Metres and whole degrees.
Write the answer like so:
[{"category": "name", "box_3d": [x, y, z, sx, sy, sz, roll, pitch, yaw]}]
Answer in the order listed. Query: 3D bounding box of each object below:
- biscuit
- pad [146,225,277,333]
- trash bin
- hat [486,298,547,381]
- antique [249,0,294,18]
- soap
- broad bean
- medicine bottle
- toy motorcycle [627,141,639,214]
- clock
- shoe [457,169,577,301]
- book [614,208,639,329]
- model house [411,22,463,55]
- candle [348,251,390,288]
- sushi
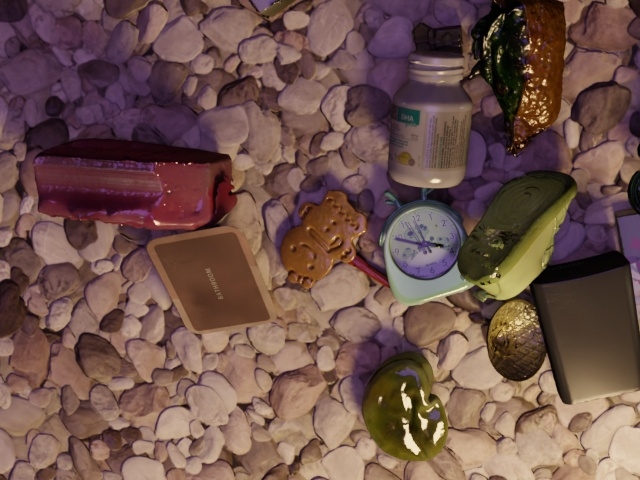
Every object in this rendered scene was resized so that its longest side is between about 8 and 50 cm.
[{"category": "biscuit", "box_3d": [-0.001, -0.006, 1.882, 0.184, 0.027, 0.133, -34, 84, 18]}, {"category": "pad", "box_3d": [-0.188, 0.075, 1.863, 0.176, 0.002, 0.266, -10, 135, 9]}, {"category": "trash bin", "box_3d": [0.462, 0.150, 1.817, 0.165, 0.115, 0.225, -13, 101, 6]}, {"category": "hat", "box_3d": [0.329, 0.176, 1.867, 0.146, 0.067, 0.146, 2, 86, -32]}, {"category": "antique", "box_3d": [-0.075, -0.470, 1.763, 0.152, 0.148, 0.146, -32, 95, 11]}, {"category": "soap", "box_3d": [-0.311, -0.097, 1.824, 0.325, 0.220, 0.127, 7, 104, 7]}, {"category": "broad bean", "box_3d": [0.152, 0.307, 1.903, 0.153, 0.072, 0.206, -1, 100, 14]}, {"category": "medicine bottle", "box_3d": [0.186, -0.206, 1.769, 0.135, 0.135, 0.215, 5, 108, 7]}, {"category": "toy motorcycle", "box_3d": [0.632, -0.164, 1.729, 0.196, 0.125, 0.331, 19, 90, 12]}, {"category": "clock", "box_3d": [0.182, 0.000, 1.844, 0.159, 0.066, 0.210, -15, 94, 4]}, {"category": "shoe", "box_3d": [0.328, -0.012, 1.783, 0.140, 0.128, 0.262, 25, 62, 36]}, {"category": "book", "box_3d": [0.629, 0.073, 1.822, 0.201, 0.026, 0.289, -12, 97, 8]}, {"category": "model house", "box_3d": [0.200, -0.347, 1.794, 0.083, 0.057, 0.058, -6, 60, 11]}, {"category": "candle", "box_3d": [0.096, 0.059, 1.894, 0.167, 0.021, 0.026, 35, 103, 1]}, {"category": "sushi", "box_3d": [0.321, -0.296, 1.746, 0.140, 0.149, 0.287, -14, 123, -20]}]
